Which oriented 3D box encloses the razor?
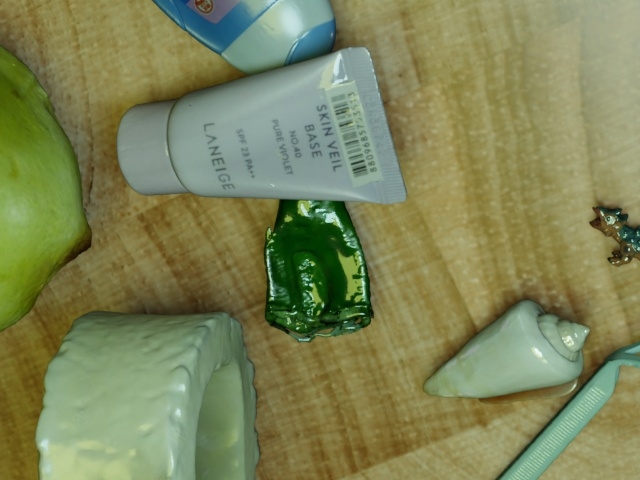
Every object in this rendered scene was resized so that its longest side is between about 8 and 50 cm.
[{"bbox_3d":[0.250,0.172,1.880,0.056,0.111,0.278,44,118,-3],"label":"razor"}]

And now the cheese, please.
[{"bbox_3d":[-0.162,0.234,1.870,0.153,0.292,0.332,-1,111,12],"label":"cheese"}]

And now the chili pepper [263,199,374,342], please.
[{"bbox_3d":[0.000,0.001,1.893,0.108,0.062,0.216,1,106,5],"label":"chili pepper"}]

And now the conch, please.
[{"bbox_3d":[0.185,0.123,1.871,0.176,0.104,0.094,-41,72,22],"label":"conch"}]

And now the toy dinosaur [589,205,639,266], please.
[{"bbox_3d":[0.317,0.017,1.836,0.154,0.049,0.055,33,106,6],"label":"toy dinosaur"}]

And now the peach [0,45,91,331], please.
[{"bbox_3d":[-0.393,-0.042,1.847,0.314,0.281,0.315,-42,102,13],"label":"peach"}]

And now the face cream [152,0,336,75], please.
[{"bbox_3d":[-0.091,-0.256,1.824,0.149,0.083,0.264,-40,95,27],"label":"face cream"}]

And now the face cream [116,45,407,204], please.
[{"bbox_3d":[-0.056,-0.095,1.825,0.274,0.096,0.154,-5,110,29],"label":"face cream"}]
